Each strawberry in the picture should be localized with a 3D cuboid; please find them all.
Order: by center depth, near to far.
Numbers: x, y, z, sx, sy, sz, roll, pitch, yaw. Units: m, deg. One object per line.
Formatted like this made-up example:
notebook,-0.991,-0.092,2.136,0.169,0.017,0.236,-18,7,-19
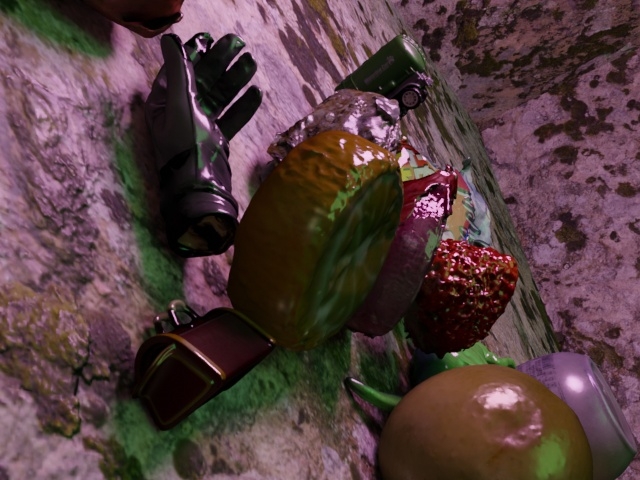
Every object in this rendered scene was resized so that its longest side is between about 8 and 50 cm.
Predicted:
strawberry,0.213,0.080,1.106,0.184,0.202,0.186,90,-17,-82

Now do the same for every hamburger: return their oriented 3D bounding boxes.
hamburger,0.173,-0.039,1.281,0.276,0.150,0.260,17,61,-25

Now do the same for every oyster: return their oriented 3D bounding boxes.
oyster,0.044,-0.146,1.091,0.162,0.158,0.351,41,36,7

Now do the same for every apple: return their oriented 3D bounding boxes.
apple,0.248,0.322,0.972,0.258,0.233,0.295,-40,116,-22

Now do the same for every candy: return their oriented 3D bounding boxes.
candy,0.000,0.000,0.807,0.118,0.259,0.260,25,10,21

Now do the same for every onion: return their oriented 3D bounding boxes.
onion,0.093,-0.006,1.017,0.120,0.283,0.227,32,-9,-11

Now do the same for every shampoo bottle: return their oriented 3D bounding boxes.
shampoo bottle,0.469,0.377,1.445,0.273,0.266,0.273,47,27,-33

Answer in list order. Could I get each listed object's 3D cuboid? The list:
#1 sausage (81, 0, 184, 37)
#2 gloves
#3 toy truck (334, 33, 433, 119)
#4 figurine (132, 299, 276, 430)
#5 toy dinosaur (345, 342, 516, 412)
sausage,-0.235,-0.324,0.720,0.280,0.152,0.152,33,38,-51
gloves,-0.136,-0.121,0.784,0.142,0.119,0.285,53,36,-56
toy truck,0.093,-0.253,1.284,0.125,0.243,0.101,50,23,-5
figurine,-0.119,0.101,0.645,0.098,0.082,0.154,54,21,8
toy dinosaur,0.185,0.177,1.241,0.500,0.144,0.374,31,24,-37
